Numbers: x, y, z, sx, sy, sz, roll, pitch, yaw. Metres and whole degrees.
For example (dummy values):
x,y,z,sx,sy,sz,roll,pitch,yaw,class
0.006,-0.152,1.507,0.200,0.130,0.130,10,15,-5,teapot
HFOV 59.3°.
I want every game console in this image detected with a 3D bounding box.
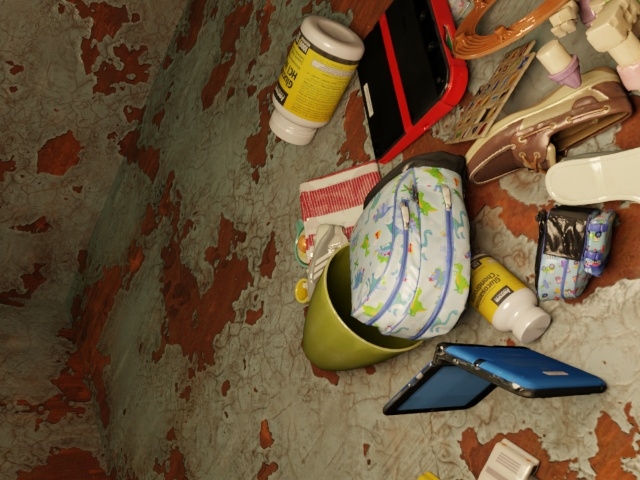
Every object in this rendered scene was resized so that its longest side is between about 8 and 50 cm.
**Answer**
x,y,z,sx,sy,sz,roll,pitch,yaw,class
0.215,-0.437,1.430,0.342,0.060,0.386,-43,49,53,game console
0.306,0.278,0.992,0.250,0.293,0.173,20,97,49,game console

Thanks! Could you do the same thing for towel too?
x,y,z,sx,sy,sz,roll,pitch,yaw,class
0.064,-0.035,1.480,0.237,0.037,0.329,-15,70,22,towel

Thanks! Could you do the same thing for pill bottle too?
x,y,z,sx,sy,sz,roll,pitch,yaw,class
-0.025,-0.448,1.613,0.334,0.188,0.188,-60,42,36,pill bottle
0.360,0.116,1.115,0.184,0.103,0.103,49,117,43,pill bottle

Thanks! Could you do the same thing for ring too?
x,y,z,sx,sy,sz,roll,pitch,yaw,class
0.406,-0.504,1.149,0.336,0.032,0.336,-37,26,21,ring

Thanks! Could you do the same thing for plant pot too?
x,y,z,sx,sy,sz,roll,pitch,yaw,class
0.076,0.192,1.334,0.293,0.275,0.274,-54,44,48,plant pot

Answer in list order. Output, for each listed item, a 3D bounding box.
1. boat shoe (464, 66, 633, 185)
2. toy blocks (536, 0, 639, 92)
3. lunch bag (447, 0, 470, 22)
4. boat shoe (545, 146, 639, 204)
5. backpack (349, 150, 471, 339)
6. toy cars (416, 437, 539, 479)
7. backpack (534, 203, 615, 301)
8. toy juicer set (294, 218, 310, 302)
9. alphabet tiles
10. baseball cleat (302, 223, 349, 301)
x,y,z,sx,sy,sz,roll,pitch,yaw,class
0.433,-0.189,1.101,0.342,0.123,0.123,-31,57,33,boat shoe
0.566,-0.326,0.928,0.288,0.260,0.309,-55,17,-21,toy blocks
0.313,-0.575,1.382,0.083,0.053,0.071,-51,45,40,lunch bag
0.551,-0.112,0.949,0.319,0.099,0.116,5,113,51,boat shoe
0.180,0.028,1.138,0.290,0.273,0.355,-47,47,51,backpack
0.270,0.538,1.124,0.394,0.087,0.176,-41,52,35,toy cars
0.448,0.028,1.004,0.117,0.158,0.173,10,102,32,backpack
0.000,0.000,1.567,0.209,0.089,0.329,-23,64,44,toy juicer set
0.366,-0.312,1.200,0.237,0.009,0.198,-58,10,0,alphabet tiles
0.022,0.058,1.412,0.109,0.072,0.206,5,82,17,baseball cleat
